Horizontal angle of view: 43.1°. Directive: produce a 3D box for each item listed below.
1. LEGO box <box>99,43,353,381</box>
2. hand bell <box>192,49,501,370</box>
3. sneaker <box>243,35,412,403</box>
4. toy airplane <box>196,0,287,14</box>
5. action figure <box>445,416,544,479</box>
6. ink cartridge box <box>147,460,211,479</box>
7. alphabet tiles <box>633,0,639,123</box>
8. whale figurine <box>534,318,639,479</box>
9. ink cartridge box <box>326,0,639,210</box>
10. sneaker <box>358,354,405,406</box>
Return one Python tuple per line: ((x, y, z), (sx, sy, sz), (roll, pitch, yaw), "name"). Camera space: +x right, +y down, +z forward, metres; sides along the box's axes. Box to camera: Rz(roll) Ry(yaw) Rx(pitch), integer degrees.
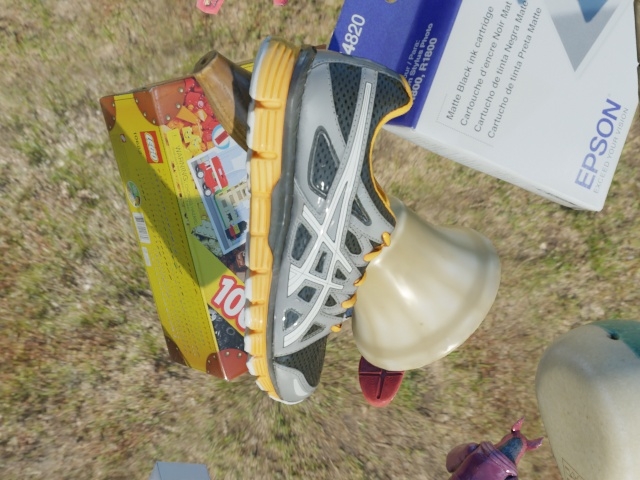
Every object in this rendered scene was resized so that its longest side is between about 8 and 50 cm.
((-0.130, -0.061, 1.458), (0.372, 0.193, 0.501), (-24, 109, -36), "LEGO box")
((0.003, -0.029, 0.529), (0.242, 0.126, 0.126), (44, 79, -32), "hand bell")
((0.000, 0.000, 0.442), (0.083, 0.084, 0.215), (2, 118, -4), "sneaker")
((-0.083, -0.328, 0.940), (0.151, 0.028, 0.151), (0, 103, 1), "toy airplane")
((0.242, 0.453, 1.417), (0.370, 0.248, 0.275), (-54, 132, -3), "action figure")
((-0.232, 0.428, 1.307), (0.092, 0.090, 0.143), (13, 115, -31), "ink cartridge box")
((0.214, -0.108, 0.334), (0.198, 0.237, 0.009), (-37, 58, 3), "alphabet tiles")
((0.306, 0.203, 0.784), (0.141, 0.216, 0.272), (-17, 112, -12), "whale figurine")
((0.133, -0.159, 0.557), (0.223, 0.045, 0.223), (19, 89, -19), "ink cartridge box")
((0.119, 0.222, 1.461), (0.086, 0.128, 0.221), (2, 49, 12), "sneaker")
